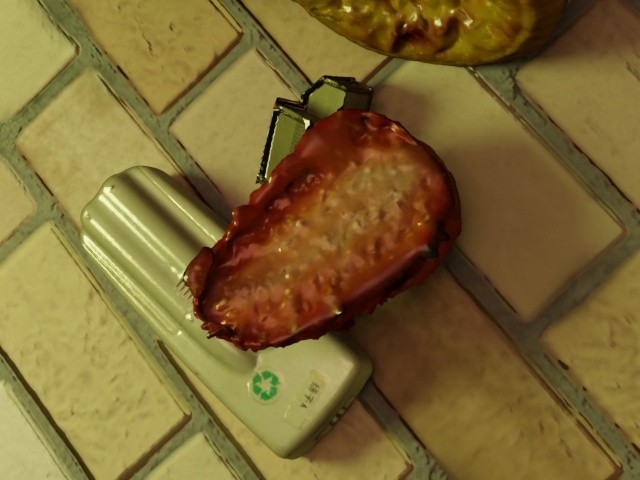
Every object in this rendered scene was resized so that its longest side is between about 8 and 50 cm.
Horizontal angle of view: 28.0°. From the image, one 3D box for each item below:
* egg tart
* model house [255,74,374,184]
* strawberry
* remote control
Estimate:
[{"bbox_3d":[0.070,-0.213,0.796,0.203,0.202,0.147,15,74,21],"label":"egg tart"},{"bbox_3d":[-0.008,-0.073,0.868,0.058,0.057,0.083,28,111,47],"label":"model house"},{"bbox_3d":[0.000,0.000,0.815,0.188,0.082,0.121,-33,76,-7],"label":"strawberry"},{"bbox_3d":[-0.072,0.042,0.866,0.230,0.049,0.090,42,97,20],"label":"remote control"}]
